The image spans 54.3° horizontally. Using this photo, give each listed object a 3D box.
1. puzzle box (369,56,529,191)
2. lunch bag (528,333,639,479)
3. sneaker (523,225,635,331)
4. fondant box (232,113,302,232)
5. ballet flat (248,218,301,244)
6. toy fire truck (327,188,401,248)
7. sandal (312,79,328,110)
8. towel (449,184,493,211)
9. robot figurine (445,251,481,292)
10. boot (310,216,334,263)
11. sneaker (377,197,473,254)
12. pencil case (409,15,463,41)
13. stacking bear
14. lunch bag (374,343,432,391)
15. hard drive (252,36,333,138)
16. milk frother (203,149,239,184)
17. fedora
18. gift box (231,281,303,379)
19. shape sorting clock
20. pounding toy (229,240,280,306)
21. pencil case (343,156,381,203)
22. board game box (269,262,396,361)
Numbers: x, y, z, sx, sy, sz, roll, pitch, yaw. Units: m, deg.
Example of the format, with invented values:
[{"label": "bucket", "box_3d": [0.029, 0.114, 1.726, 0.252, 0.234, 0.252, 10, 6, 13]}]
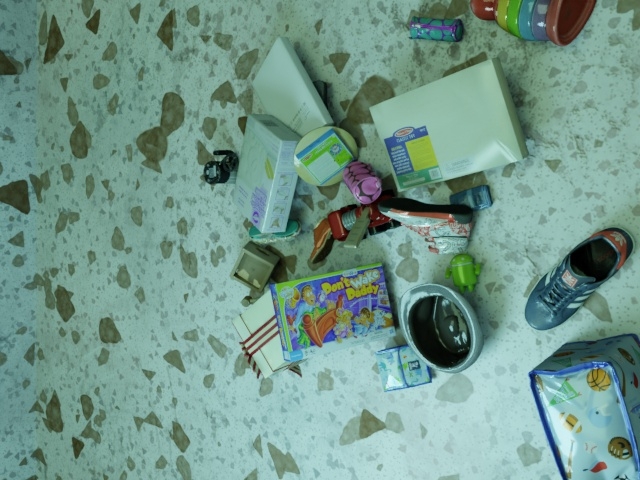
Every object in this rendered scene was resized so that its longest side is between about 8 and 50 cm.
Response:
[{"label": "puzzle box", "box_3d": [0.343, -0.307, 1.729, 0.409, 0.052, 0.272, -12, 102, 44]}, {"label": "lunch bag", "box_3d": [0.682, 0.444, 1.466, 0.239, 0.328, 0.385, -17, 83, 37]}, {"label": "sneaker", "box_3d": [0.630, 0.102, 1.576, 0.131, 0.148, 0.350, 46, 118, 23]}, {"label": "fondant box", "box_3d": [-0.178, -0.223, 2.074, 0.238, 0.096, 0.330, 43, 129, 45]}, {"label": "ballet flat", "box_3d": [-0.144, -0.027, 2.164, 0.241, 0.077, 0.091, -2, 59, 39]}, {"label": "toy fire truck", "box_3d": [0.108, -0.048, 1.872, 0.217, 0.246, 0.158, -20, 83, 35]}, {"label": "sandal", "box_3d": [-0.017, -0.400, 2.055, 0.097, 0.054, 0.254, 26, 119, 38]}, {"label": "towel", "box_3d": [0.426, -0.113, 1.774, 0.119, 0.029, 0.067, -17, 84, 36]}, {"label": "robot figurine", "box_3d": [0.408, 0.090, 1.782, 0.101, 0.067, 0.115, -10, 88, 26]}, {"label": "boot", "box_3d": [0.000, 0.000, 2.076, 0.085, 0.059, 0.158, 39, 107, 30]}, {"label": "sneaker", "box_3d": [0.294, -0.035, 1.789, 0.270, 0.090, 0.145, 7, 121, 14]}, {"label": "pencil case", "box_3d": [0.327, -0.599, 1.771, 0.152, 0.070, 0.064, 16, 103, 33]}, {"label": "stacking bear", "box_3d": [0.514, -0.603, 1.593, 0.289, 0.175, 0.164, 31, 105, 39]}, {"label": "lunch bag", "box_3d": [0.257, 0.386, 1.910, 0.151, 0.096, 0.128, -15, 83, 21]}, {"label": "hard drive", "box_3d": [-0.098, -0.454, 2.055, 0.233, 0.047, 0.353, -47, 64, 47]}, {"label": "milk frother", "box_3d": [-0.317, -0.254, 2.225, 0.143, 0.135, 0.129, 21, 106, 32]}, {"label": "fedora", "box_3d": [0.360, 0.237, 1.795, 0.244, 0.124, 0.275, -28, 87, 36]}, {"label": "gift box", "box_3d": [-0.114, 0.311, 2.066, 0.258, 0.255, 0.276, -41, 68, 29]}, {"label": "shape sorting clock", "box_3d": [0.016, -0.265, 1.965, 0.206, 0.206, 0.040, -57, 32, 25]}, {"label": "pounding toy", "box_3d": [-0.223, 0.136, 2.221, 0.181, 0.094, 0.206, 29, 114, 1]}, {"label": "pencil case", "box_3d": [0.127, -0.180, 1.878, 0.098, 0.209, 0.095, -20, 114, 0]}, {"label": "board game box", "box_3d": [0.039, 0.213, 1.900, 0.078, 0.347, 0.233, 160, 98, -70]}]
